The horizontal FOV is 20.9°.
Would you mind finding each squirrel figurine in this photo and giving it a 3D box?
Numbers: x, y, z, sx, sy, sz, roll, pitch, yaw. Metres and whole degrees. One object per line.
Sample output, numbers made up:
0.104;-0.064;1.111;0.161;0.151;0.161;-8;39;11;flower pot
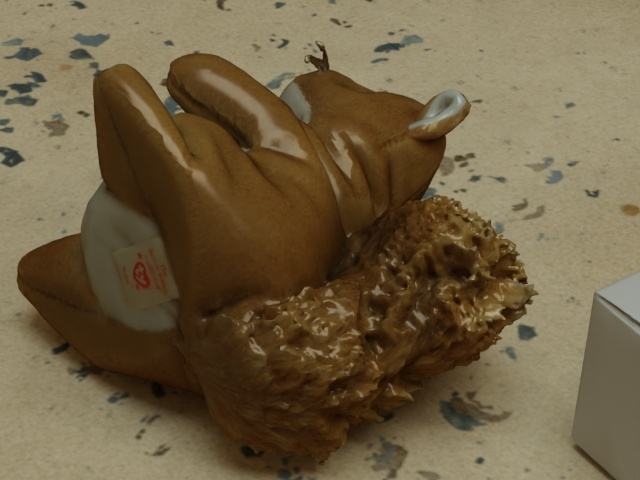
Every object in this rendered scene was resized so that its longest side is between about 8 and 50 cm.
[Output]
0.000;0.000;1.541;0.370;0.281;0.397;-22;55;-42;squirrel figurine

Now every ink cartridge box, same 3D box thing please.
0.352;0.108;1.420;0.233;0.171;0.168;-22;42;-28;ink cartridge box
